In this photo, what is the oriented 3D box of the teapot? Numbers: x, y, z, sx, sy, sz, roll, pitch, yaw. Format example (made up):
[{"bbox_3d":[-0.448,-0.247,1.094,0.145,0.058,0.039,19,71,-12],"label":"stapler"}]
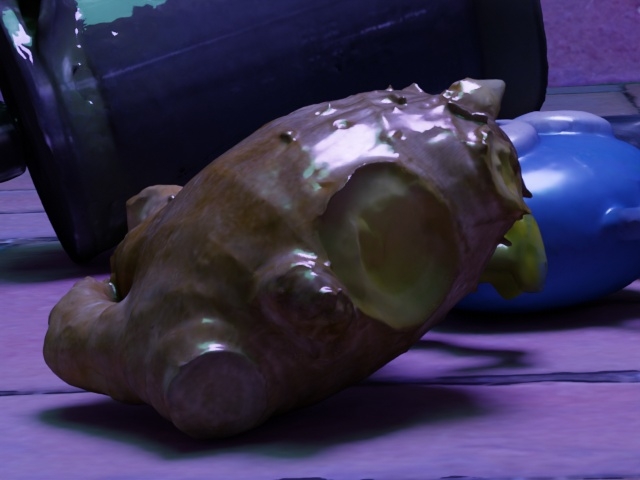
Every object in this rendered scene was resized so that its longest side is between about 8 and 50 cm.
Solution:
[{"bbox_3d":[-0.051,-0.099,1.247,0.337,0.200,0.270,-19,-31,-12],"label":"teapot"}]

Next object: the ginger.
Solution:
[{"bbox_3d":[0.000,0.000,0.777,0.216,0.102,0.157,-37,18,-24],"label":"ginger"}]

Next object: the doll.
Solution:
[{"bbox_3d":[0.070,-0.022,1.030,0.346,0.099,0.341,-6,9,-41],"label":"doll"}]

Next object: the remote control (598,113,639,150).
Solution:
[{"bbox_3d":[0.202,-0.064,1.512,0.107,0.044,0.377,-5,6,18],"label":"remote control"}]
